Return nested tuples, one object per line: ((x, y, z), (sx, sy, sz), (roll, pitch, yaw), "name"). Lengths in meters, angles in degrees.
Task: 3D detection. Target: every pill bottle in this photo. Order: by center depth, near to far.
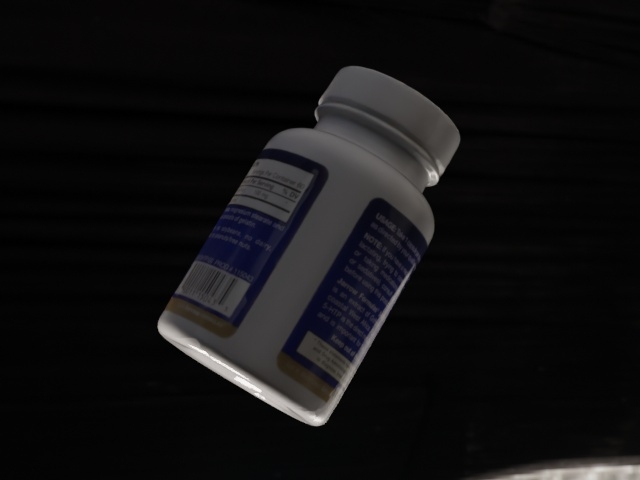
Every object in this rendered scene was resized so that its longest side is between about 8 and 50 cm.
((0.000, 0.000, 0.687), (0.187, 0.112, 0.112), (-59, 16, -11), "pill bottle")
